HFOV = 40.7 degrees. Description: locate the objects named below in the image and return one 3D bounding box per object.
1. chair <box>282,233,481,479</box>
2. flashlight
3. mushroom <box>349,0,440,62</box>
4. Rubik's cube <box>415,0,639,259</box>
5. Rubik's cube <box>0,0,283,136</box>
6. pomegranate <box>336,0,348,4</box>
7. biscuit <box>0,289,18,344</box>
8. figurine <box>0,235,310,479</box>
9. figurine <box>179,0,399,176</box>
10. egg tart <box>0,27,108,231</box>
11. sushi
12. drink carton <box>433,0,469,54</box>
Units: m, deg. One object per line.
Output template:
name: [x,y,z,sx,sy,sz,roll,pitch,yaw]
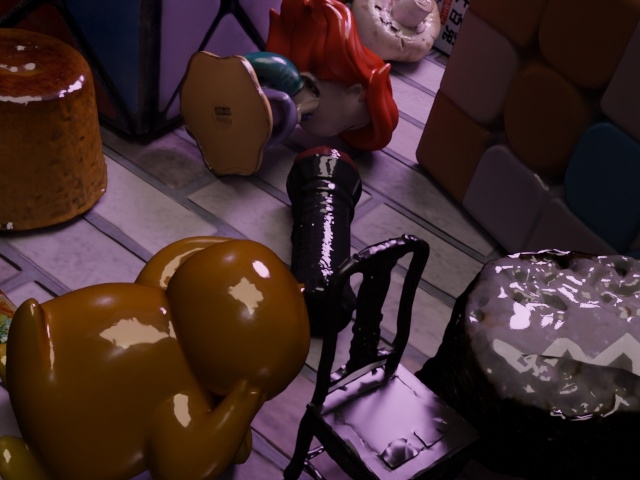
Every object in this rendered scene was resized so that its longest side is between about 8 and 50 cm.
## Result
chair: [0.055,0.122,0.660,0.106,0.229,0.113,-22,49,-38]
flashlight: [0.000,0.000,0.915,0.093,0.093,0.232,11,44,-7]
mushroom: [0.120,-0.345,1.345,0.154,0.122,0.154,11,69,-30]
Rubik's cube: [0.378,-0.160,1.030,0.347,0.346,0.344,-11,46,-32]
Rubik's cube: [-0.233,-0.353,1.095,0.307,0.305,0.310,29,42,20]
pomegranate: [-0.032,-0.447,1.350,0.233,0.233,0.233,10,38,-8]
biscuit: [-0.290,0.067,0.773,0.089,0.016,0.046,39,43,26]
figurine: [-0.126,0.096,0.651,0.228,0.215,0.215,-3,42,-21]
figurine: [-0.020,-0.192,1.049,0.257,0.181,0.208,-23,74,-39]
egg tart: [-0.317,-0.119,0.890,0.203,0.147,0.202,10,41,-9]
sushi: [0.264,0.139,0.738,0.349,0.207,0.234,8,45,-5]
drink carton: [0.189,-0.414,1.452,0.315,0.130,0.107,37,42,23]
